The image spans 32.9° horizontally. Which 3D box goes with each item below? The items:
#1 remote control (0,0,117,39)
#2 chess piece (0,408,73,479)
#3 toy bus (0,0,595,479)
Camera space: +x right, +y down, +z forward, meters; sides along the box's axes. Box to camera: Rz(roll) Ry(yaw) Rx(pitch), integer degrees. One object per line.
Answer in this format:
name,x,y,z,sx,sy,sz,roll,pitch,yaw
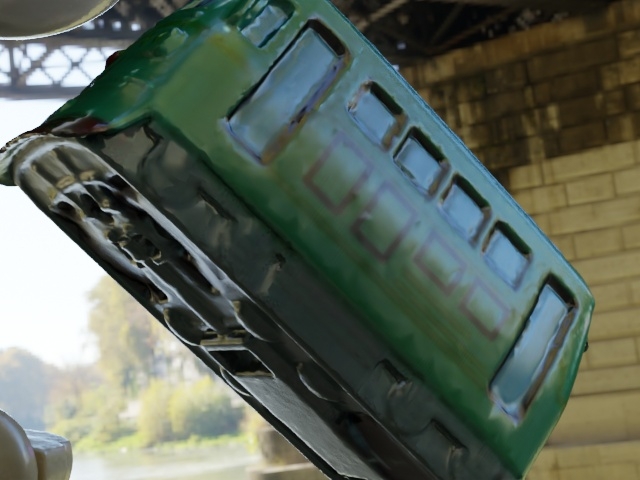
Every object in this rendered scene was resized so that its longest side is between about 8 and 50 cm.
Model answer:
remote control,-0.290,-0.265,0.806,0.332,0.221,0.103,18,-30,-5
chess piece,-0.258,0.148,0.602,0.117,0.117,0.397,-9,-4,16
toy bus,0.000,0.000,0.654,0.343,0.199,0.183,45,-23,-18
